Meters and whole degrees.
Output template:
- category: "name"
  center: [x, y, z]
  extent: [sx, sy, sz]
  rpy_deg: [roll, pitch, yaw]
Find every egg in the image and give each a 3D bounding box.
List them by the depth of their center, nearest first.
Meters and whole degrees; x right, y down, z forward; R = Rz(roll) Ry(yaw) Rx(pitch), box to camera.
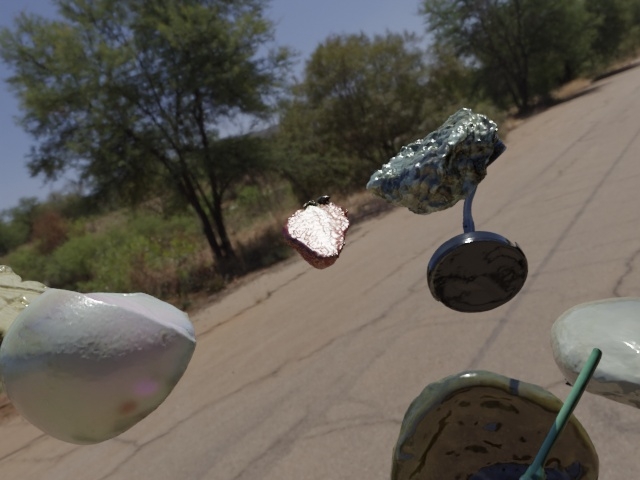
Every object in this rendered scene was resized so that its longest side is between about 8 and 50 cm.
- category: "egg"
  center: [-0.333, 0.155, 0.889]
  extent: [0.270, 0.162, 0.207]
  rpy_deg: [-7, 51, 24]

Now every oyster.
- category: "oyster"
  center: [0.143, -0.096, 0.831]
  extent: [0.177, 0.064, 0.125]
  rpy_deg: [-46, 36, 16]

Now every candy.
- category: "candy"
  center: [0.228, 0.252, 0.691]
  extent: [0.306, 0.091, 0.083]
  rpy_deg: [-60, 22, -3]
- category: "candy"
  center: [0.610, 0.206, 1.171]
  extent: [0.385, 0.186, 0.426]
  rpy_deg: [10, 10, 25]

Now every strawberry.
- category: "strawberry"
  center: [-0.007, 0.001, 1.619]
  extent: [0.175, 0.107, 0.236]
  rpy_deg: [0, 40, 14]

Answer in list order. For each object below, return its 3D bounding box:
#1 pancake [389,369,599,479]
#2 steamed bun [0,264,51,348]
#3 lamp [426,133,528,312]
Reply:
- category: "pancake"
  center: [0.231, 0.323, 0.919]
  extent: [0.294, 0.295, 0.049]
  rpy_deg: [-19, 6, 15]
- category: "steamed bun"
  center: [-0.660, 0.180, 1.344]
  extent: [0.137, 0.295, 0.292]
  rpy_deg: [-56, 11, 14]
- category: "lamp"
  center: [0.223, -0.027, 0.876]
  extent: [0.130, 0.108, 0.371]
  rpy_deg: [-46, 4, 27]
